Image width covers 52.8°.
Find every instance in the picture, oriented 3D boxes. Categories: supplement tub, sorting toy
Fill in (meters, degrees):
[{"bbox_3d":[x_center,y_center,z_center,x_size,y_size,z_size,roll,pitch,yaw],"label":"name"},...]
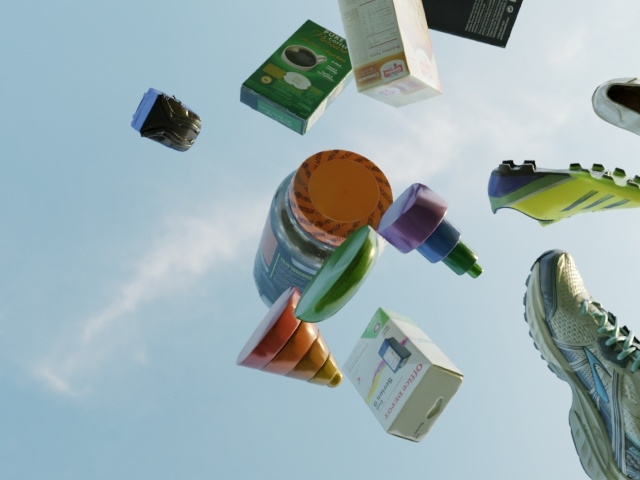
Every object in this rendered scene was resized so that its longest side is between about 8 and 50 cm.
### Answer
[{"bbox_3d":[0.000,0.000,1.136,0.207,0.338,0.207,6,-117,-12],"label":"supplement tub"},{"bbox_3d":[0.042,0.080,0.720,0.126,0.365,0.127,40,-136,-8],"label":"sorting toy"}]

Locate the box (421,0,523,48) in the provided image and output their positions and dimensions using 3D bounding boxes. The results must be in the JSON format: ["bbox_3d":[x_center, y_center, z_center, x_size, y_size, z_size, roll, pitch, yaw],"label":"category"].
[{"bbox_3d":[0.246,-0.563,1.391,0.313,0.343,0.178,14,-65,-5],"label":"box"}]

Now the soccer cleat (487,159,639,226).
[{"bbox_3d":[0.456,-0.081,1.196,0.289,0.093,0.121,9,-69,26],"label":"soccer cleat"}]

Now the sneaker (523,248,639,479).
[{"bbox_3d":[0.335,0.135,0.733,0.110,0.122,0.282,-18,-96,-40],"label":"sneaker"}]

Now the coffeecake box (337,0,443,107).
[{"bbox_3d":[0.080,-0.266,0.778,0.068,0.142,0.185,-13,-92,25],"label":"coffeecake box"}]

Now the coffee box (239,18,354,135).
[{"bbox_3d":[-0.021,-0.243,0.951,0.113,0.040,0.184,30,-122,9],"label":"coffee box"}]

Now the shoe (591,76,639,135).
[{"bbox_3d":[0.432,-0.139,0.762,0.219,0.058,0.076,23,-90,14],"label":"shoe"}]

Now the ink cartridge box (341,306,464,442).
[{"bbox_3d":[0.148,0.246,1.208,0.093,0.212,0.154,24,-77,-31],"label":"ink cartridge box"}]

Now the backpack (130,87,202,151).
[{"bbox_3d":[-0.303,-0.241,1.285,0.120,0.101,0.098,23,-76,-41],"label":"backpack"}]
